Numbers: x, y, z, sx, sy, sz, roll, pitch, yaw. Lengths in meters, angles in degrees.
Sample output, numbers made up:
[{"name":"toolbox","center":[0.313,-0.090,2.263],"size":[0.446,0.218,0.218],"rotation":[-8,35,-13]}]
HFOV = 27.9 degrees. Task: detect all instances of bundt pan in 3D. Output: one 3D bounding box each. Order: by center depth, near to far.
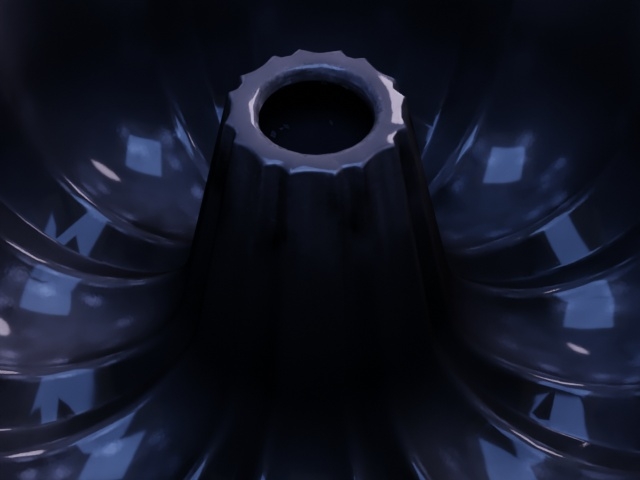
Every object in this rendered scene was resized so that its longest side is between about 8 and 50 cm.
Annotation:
[{"name":"bundt pan","center":[0.000,0.000,0.425],"size":[0.331,0.124,0.331],"rotation":[0,49,1]}]
